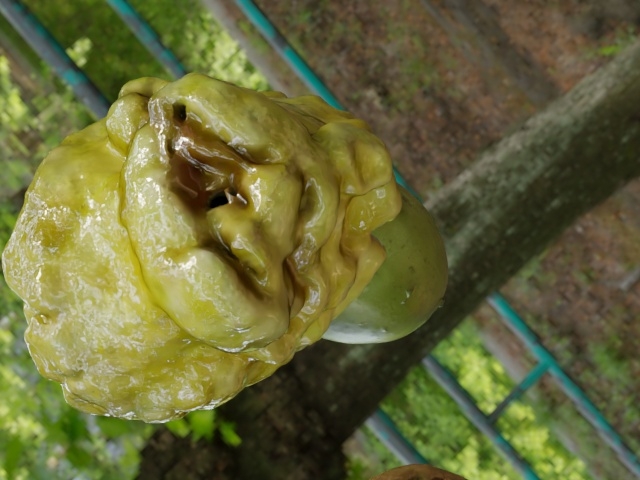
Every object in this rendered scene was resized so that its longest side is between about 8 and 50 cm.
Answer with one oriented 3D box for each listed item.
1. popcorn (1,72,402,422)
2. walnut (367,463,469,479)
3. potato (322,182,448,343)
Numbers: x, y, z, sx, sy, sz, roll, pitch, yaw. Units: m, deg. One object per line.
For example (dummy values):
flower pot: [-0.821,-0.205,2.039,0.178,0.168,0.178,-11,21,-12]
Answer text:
popcorn: [-0.060,0.006,0.696,0.203,0.226,0.200,-155,66,-67]
walnut: [0.086,0.279,0.991,0.245,0.198,0.198,21,-175,-38]
potato: [-0.001,0.003,1.404,0.305,0.215,0.216,16,178,-21]
